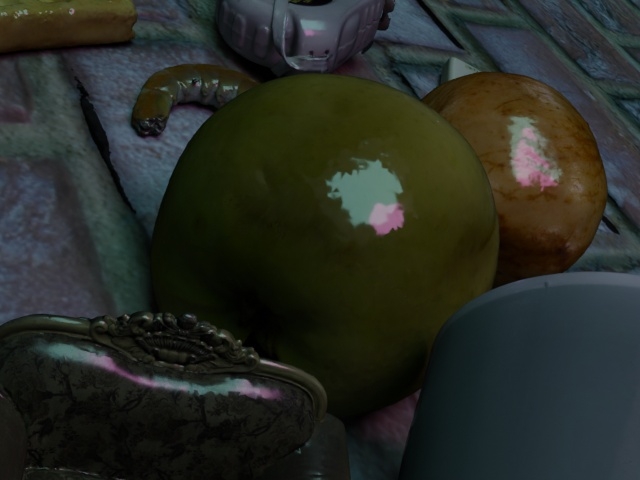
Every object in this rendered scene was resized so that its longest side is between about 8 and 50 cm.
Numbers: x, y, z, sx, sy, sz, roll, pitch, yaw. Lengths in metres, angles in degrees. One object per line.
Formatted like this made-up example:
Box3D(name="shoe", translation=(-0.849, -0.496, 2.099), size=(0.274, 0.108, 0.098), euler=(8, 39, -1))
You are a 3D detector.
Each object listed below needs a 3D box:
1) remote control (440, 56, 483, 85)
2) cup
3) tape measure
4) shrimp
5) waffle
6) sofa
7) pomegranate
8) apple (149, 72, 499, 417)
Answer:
Box3D(name="remote control", translation=(0.217, -0.193, 1.187), size=(0.090, 0.049, 0.230), euler=(25, 36, -10))
Box3D(name="cup", translation=(0.190, 0.239, 0.537), size=(0.356, 0.259, 0.274), euler=(57, 40, -30))
Box3D(name="tape measure", translation=(-0.037, -0.296, 1.085), size=(0.197, 0.120, 0.236), euler=(26, 40, 13))
Box3D(name="shrimp", translation=(-0.122, -0.143, 0.918), size=(0.161, 0.049, 0.166), euler=(32, 39, 8))
Box3D(name="waffle", translation=(-0.349, -0.275, 0.909), size=(0.274, 0.057, 0.168), euler=(-22, 61, -46))
Box3D(name="sofa", translation=(-0.104, 0.172, 0.464), size=(0.258, 0.182, 0.200), euler=(16, 41, -18))
Box3D(name="pomegranate", translation=(0.190, -0.064, 0.890), size=(0.248, 0.248, 0.248), euler=(18, 39, -15))
Box3D(name="apple", translation=(0.013, -0.011, 0.702), size=(0.295, 0.233, 0.258), euler=(34, 37, 6))
